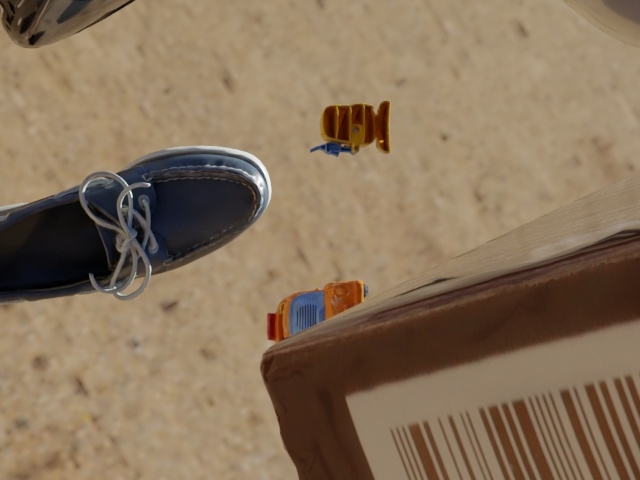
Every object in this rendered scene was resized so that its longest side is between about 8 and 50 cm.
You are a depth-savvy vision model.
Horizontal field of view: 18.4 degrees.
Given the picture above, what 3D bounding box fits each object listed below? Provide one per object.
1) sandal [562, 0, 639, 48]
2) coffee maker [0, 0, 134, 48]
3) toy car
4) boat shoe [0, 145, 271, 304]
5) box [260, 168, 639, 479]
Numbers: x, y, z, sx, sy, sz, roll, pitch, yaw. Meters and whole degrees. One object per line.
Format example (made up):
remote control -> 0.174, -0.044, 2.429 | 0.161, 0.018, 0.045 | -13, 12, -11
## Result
sandal -> 0.034, -0.245, 0.699 | 0.416, 0.169, 0.102 | 59, 5, -6
coffee maker -> -0.093, -0.160, 0.514 | 0.178, 0.120, 0.171 | 47, -13, 8
toy car -> 0.000, 0.000, 0.845 | 0.060, 0.040, 0.122 | -170, -96, -76
boat shoe -> -0.160, -0.007, 1.440 | 0.079, 0.254, 0.095 | -102, -178, -74
box -> 0.189, 0.015, 0.559 | 0.381, 0.191, 0.143 | -25, 95, -42
